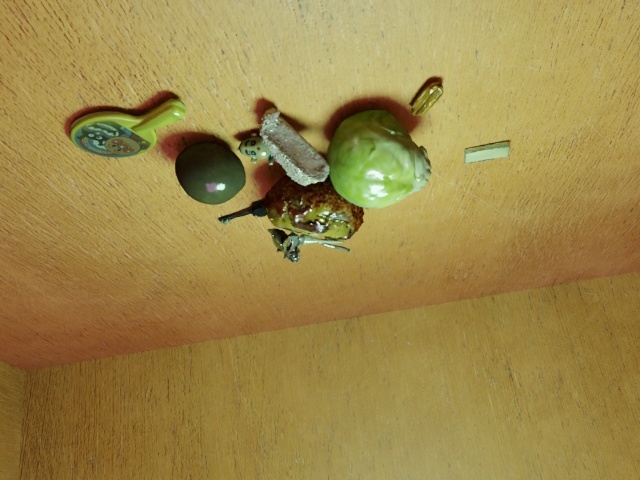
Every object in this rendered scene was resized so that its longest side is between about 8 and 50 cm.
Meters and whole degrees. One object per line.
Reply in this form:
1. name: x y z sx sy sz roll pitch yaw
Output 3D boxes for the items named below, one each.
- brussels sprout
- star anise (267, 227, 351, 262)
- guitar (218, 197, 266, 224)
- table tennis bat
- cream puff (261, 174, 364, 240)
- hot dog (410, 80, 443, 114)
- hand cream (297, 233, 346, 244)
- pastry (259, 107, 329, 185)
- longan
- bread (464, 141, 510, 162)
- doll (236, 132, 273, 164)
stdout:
1. brussels sprout: 0.159 -0.230 1.973 0.273 0.243 0.316 -42 120 17
2. star anise: -0.031 -0.003 2.222 0.227 0.219 0.148 -33 173 -35
3. guitar: -0.250 -0.100 2.381 0.271 0.038 0.084 -19 152 22
4. table tennis bat: -0.519 -0.304 1.830 0.368 0.054 0.224 -16 156 25
5. cream puff: -0.012 -0.123 2.166 0.350 0.229 0.350 11 178 0
6. hot dog: 0.300 -0.402 1.890 0.062 0.038 0.144 -1 157 -21
7. hand cream: 0.000 0.000 2.124 0.165 0.037 0.057 4 179 -32
8. pastry: -0.090 -0.264 1.910 0.112 0.103 0.265 -4 132 52
9. longan: -0.324 -0.196 1.971 0.198 0.198 0.212 -27 151 36
10. bread: 0.554 -0.293 2.221 0.153 0.028 0.068 -10 156 6
11. doll: -0.158 -0.274 1.975 0.179 0.102 0.089 -3 -166 -12
